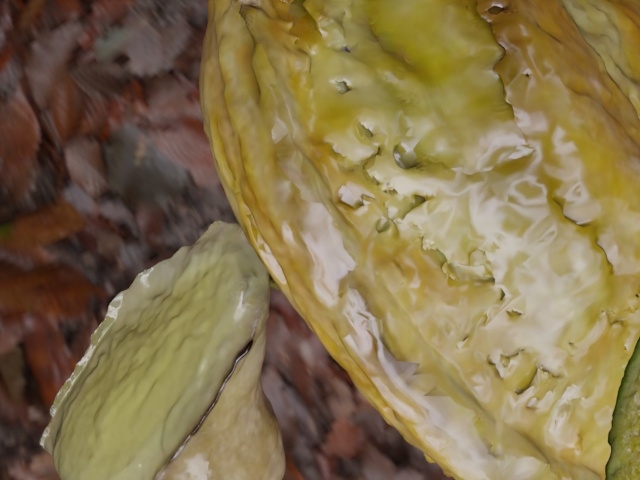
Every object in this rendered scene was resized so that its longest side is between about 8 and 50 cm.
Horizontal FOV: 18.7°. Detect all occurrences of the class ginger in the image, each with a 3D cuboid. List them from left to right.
[{"bbox_3d":[-0.059,0.089,1.118,0.122,0.115,0.193,23,113,-29],"label":"ginger"}]

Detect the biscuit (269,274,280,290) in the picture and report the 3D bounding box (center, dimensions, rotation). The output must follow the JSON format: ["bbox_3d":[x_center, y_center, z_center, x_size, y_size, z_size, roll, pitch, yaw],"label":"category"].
[{"bbox_3d":[0.000,0.000,1.150,0.084,0.084,0.023,-23,117,-7],"label":"biscuit"}]

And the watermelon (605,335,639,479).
[{"bbox_3d":[0.172,0.057,0.745,0.075,0.092,0.181,18,95,-22],"label":"watermelon"}]

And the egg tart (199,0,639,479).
[{"bbox_3d":[0.119,-0.053,1.123,0.178,0.443,0.443,-29,116,31],"label":"egg tart"}]
